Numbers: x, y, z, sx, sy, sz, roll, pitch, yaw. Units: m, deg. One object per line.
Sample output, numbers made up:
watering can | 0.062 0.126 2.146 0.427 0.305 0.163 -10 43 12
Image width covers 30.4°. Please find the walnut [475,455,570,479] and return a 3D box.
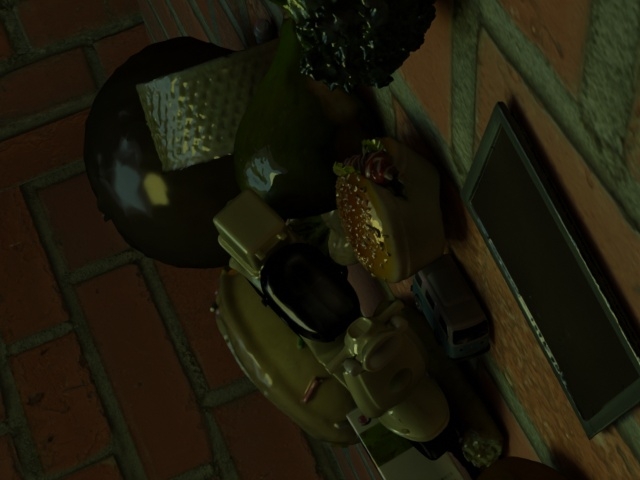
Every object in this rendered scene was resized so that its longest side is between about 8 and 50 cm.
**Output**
walnut | 0.245 0.327 1.292 0.245 0.137 0.137 -129 19 -58

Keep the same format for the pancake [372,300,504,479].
pancake | 0.161 0.226 1.744 0.427 0.067 0.305 53 164 51

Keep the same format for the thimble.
thimble | -0.142 -0.215 1.847 0.271 0.271 0.150 -152 43 -75

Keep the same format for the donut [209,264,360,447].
donut | -0.011 0.184 1.954 0.371 0.150 0.307 39 -160 -33

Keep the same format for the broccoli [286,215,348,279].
broccoli | 0.000 0.000 2.007 0.120 0.130 0.131 -51 17 33

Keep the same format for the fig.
fig | -0.022 -0.172 1.587 0.206 0.206 0.275 131 130 -79

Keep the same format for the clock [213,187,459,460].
clock | 0.023 0.113 1.501 0.379 0.120 0.276 41 169 22

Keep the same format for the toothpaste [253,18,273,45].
toothpaste | -0.096 -0.331 2.024 0.218 0.033 0.052 96 155 -80

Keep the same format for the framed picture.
framed picture | 0.220 0.035 1.123 0.231 0.018 0.293 97 150 -70

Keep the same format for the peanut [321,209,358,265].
peanut | 0.043 -0.031 1.757 0.187 0.082 0.082 80 165 -49

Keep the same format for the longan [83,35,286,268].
longan | -0.242 -0.147 2.173 0.404 0.404 0.436 -130 28 -62

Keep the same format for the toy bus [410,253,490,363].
toy bus | 0.159 0.080 1.436 0.075 0.060 0.123 86 162 -52

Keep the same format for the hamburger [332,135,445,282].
hamburger | 0.076 -0.037 1.406 0.210 0.116 0.173 -166 70 -79

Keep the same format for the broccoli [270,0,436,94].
broccoli | -0.008 -0.273 1.085 0.275 0.198 0.177 37 -166 -5

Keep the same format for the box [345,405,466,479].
box | 0.162 0.374 1.752 0.299 0.106 0.200 57 176 19
